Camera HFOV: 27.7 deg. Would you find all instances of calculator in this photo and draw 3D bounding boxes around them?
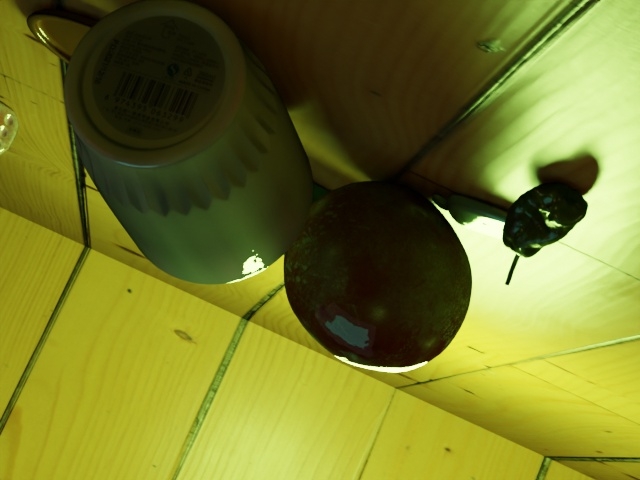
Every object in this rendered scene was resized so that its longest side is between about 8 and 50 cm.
[{"bbox_3d":[0.219,-0.029,1.731,0.153,0.021,0.095,18,166,23],"label":"calculator"}]

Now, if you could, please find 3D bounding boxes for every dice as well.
[{"bbox_3d":[-0.619,-0.212,2.384,0.091,0.093,0.094,13,165,43],"label":"dice"}]

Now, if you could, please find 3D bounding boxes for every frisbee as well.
[{"bbox_3d":[-0.283,-0.246,1.765,0.251,0.021,0.251,22,168,5],"label":"frisbee"}]

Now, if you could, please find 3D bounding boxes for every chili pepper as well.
[{"bbox_3d":[0.259,-0.021,1.574,0.072,0.073,0.204,42,156,1],"label":"chili pepper"}]

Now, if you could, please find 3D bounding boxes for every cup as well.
[{"bbox_3d":[-0.151,-0.114,1.546,0.253,0.253,0.371,21,165,13],"label":"cup"}]

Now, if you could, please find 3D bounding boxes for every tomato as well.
[{"bbox_3d":[0.088,0.040,1.766,0.270,0.222,0.270,31,-150,-21],"label":"tomato"}]

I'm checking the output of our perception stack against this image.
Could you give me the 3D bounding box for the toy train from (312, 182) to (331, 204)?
[{"bbox_3d":[0.000,0.000,2.046,0.301,0.120,0.202,27,166,-16],"label":"toy train"}]
